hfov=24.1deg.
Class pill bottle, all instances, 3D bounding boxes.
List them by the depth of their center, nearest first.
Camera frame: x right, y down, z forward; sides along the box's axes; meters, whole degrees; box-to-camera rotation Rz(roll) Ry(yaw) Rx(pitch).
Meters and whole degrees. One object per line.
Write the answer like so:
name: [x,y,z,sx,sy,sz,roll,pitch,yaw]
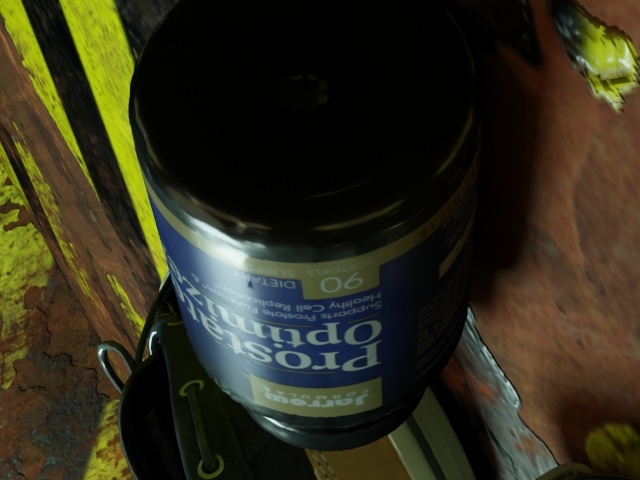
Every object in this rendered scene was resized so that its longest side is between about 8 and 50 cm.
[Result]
pill bottle: [0.000,0.000,0.591,0.123,0.123,0.219,54,165,27]

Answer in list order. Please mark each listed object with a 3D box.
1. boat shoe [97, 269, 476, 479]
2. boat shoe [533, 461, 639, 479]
boat shoe: [-0.059,0.113,0.988,0.187,0.156,0.500,62,168,-13]
boat shoe: [0.097,0.129,0.540,0.102,0.108,0.301,65,164,-17]
